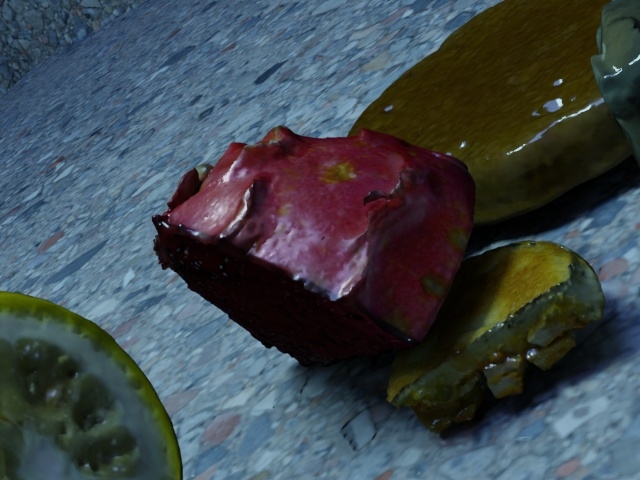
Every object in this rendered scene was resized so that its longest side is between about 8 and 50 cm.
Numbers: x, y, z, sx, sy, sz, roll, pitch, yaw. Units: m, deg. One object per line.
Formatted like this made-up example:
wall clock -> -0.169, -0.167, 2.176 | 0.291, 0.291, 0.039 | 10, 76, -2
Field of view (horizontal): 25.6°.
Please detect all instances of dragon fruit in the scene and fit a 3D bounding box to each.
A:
dragon fruit -> 0.000, 0.000, 0.884 | 0.189, 0.163, 0.262 | -32, -1, -19

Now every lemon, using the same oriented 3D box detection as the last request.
lemon -> -0.210, 0.160, 0.815 | 0.219, 0.240, 0.240 | -38, 13, 42

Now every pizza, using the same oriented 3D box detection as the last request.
pizza -> 0.091, 0.056, 0.817 | 0.134, 0.046, 0.175 | -46, 16, -12

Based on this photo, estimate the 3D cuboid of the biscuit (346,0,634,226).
biscuit -> 0.175, -0.124, 1.065 | 0.381, 0.074, 0.359 | -24, 24, 25

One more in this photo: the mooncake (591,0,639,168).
mooncake -> 0.210, -0.084, 0.828 | 0.073, 0.125, 0.130 | -24, 25, 19
